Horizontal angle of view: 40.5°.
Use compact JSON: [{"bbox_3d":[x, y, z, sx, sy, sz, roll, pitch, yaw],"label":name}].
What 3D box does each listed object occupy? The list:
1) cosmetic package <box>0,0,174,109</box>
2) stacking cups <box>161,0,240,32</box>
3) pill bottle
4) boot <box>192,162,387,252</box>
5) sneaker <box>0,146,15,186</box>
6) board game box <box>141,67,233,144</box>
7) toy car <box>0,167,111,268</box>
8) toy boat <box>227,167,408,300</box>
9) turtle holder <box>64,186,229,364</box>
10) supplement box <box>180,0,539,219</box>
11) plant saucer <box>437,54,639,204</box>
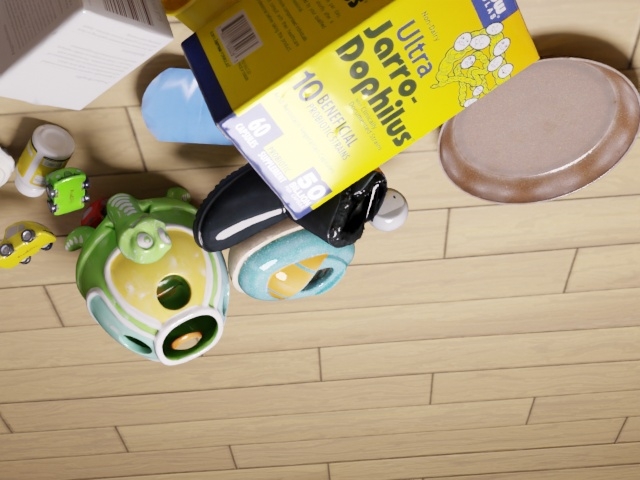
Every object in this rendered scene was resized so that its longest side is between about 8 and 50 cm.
[{"bbox_3d":[-0.307,-0.272,1.040,0.183,0.151,0.151,-28,165,27],"label":"cosmetic package"},{"bbox_3d":[-0.072,-0.257,1.180,0.096,0.096,0.316,-28,140,27],"label":"stacking cups"},{"bbox_3d":[-0.426,-0.119,1.327,0.065,0.065,0.116,21,135,-27],"label":"pill bottle"},{"bbox_3d":[-0.044,-0.043,1.262,0.246,0.207,0.094,-43,136,-15],"label":"boot"},{"bbox_3d":[-0.593,-0.060,1.348,0.292,0.118,0.110,-25,135,22],"label":"sneaker"},{"bbox_3d":[-0.177,-0.204,1.271,0.168,0.033,0.133,2,136,-14],"label":"board game box"},{"bbox_3d":[-0.397,-0.054,1.350,0.239,0.053,0.225,-20,159,-26],"label":"toy car"},{"bbox_3d":[0.000,0.000,1.403,0.318,0.148,0.267,-45,155,27],"label":"toy boat"},{"bbox_3d":[-0.247,0.050,1.377,0.243,0.227,0.320,-10,142,-37],"label":"turtle holder"},{"bbox_3d":[0.044,-0.229,1.049,0.356,0.195,0.194,-34,135,7],"label":"supplement box"},{"bbox_3d":[0.332,-0.172,1.335,0.310,0.050,0.311,-2,140,-1],"label":"plant saucer"}]
